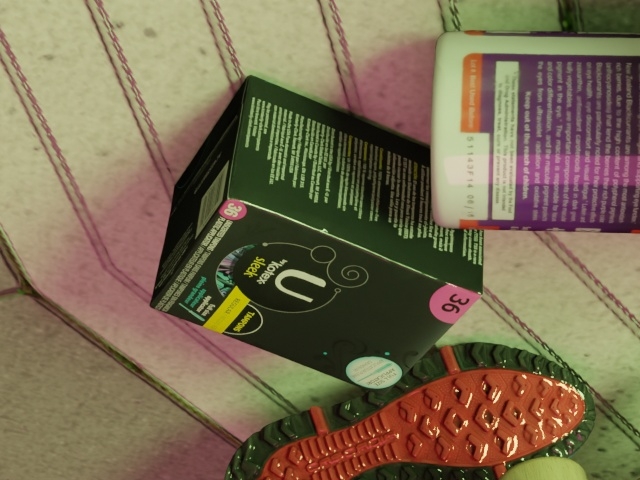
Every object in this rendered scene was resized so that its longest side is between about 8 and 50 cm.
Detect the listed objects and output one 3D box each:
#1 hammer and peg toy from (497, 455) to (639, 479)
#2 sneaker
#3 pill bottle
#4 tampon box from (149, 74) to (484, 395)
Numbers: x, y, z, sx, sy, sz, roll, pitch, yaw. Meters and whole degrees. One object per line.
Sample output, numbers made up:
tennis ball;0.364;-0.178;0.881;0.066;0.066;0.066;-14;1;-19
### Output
hammer and peg toy;0.240;0.204;1.055;0.361;0.127;0.266;10;141;-24
sneaker;0.065;0.142;1.103;0.262;0.104;0.125;-15;167;10
pill bottle;0.157;-0.057;0.831;0.193;0.108;0.108;2;139;7
tampon box;0.000;0.000;0.923;0.161;0.101;0.120;21;138;-16
